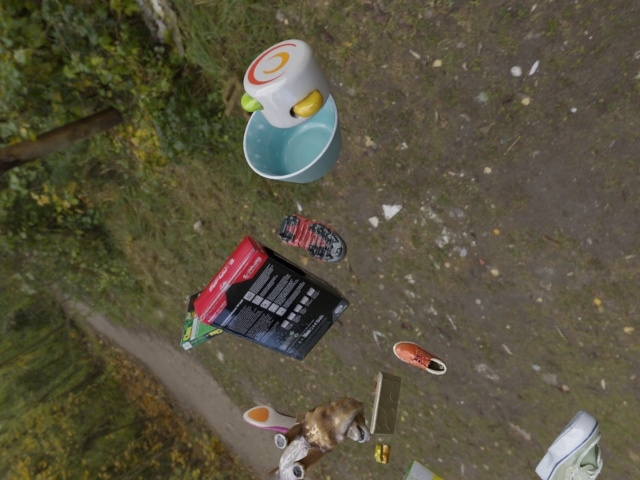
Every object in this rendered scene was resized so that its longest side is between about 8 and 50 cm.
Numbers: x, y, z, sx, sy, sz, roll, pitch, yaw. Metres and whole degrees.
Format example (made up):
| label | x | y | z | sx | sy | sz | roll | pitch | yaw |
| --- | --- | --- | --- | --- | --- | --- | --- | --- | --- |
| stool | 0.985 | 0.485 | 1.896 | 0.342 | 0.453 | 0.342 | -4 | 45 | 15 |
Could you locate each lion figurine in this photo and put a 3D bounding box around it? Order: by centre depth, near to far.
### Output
| label | x | y | z | sx | sy | sz | roll | pitch | yaw |
| --- | --- | --- | --- | --- | --- | --- | --- | --- | --- |
| lion figurine | -0.054 | 0.541 | 1.042 | 0.142 | 0.240 | 0.392 | 47 | 108 | 23 |

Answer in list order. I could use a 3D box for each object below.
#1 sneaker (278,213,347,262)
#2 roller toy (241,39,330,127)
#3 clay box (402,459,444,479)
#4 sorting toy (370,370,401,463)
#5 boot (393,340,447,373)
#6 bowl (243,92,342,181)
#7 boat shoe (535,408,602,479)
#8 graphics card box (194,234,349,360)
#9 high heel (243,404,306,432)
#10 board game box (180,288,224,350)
| label | x | y | z | sx | sy | sz | roll | pitch | yaw |
| --- | --- | --- | --- | --- | --- | --- | --- | --- | --- |
| sneaker | 0.000 | -0.001 | 1.204 | 0.276 | 0.135 | 0.098 | 23 | 93 | 51 |
| roller toy | -0.077 | -0.385 | 1.070 | 0.209 | 0.191 | 0.146 | 0 | 149 | 31 |
| clay box | 0.276 | 0.615 | 0.949 | 0.222 | 0.127 | 0.053 | 31 | 134 | 17 |
| sorting toy | 0.227 | 0.643 | 1.560 | 0.041 | 0.307 | 0.229 | 1 | 159 | 30 |
| boot | 0.280 | 0.328 | 1.199 | 0.157 | 0.059 | 0.084 | 20 | 175 | 14 |
| bowl | -0.058 | -0.298 | 1.295 | 0.311 | 0.312 | 0.163 | 26 | 176 | 32 |
| boat shoe | 0.548 | 0.460 | 0.914 | 0.094 | 0.109 | 0.302 | 37 | 154 | 37 |
| graphics card box | -0.119 | 0.168 | 1.153 | 0.371 | 0.233 | 0.094 | 33 | -171 | -37 |
| high heel | -0.145 | 0.644 | 1.504 | 0.244 | 0.082 | 0.117 | -2 | 129 | 5 |
| board game box | -0.351 | 0.222 | 1.320 | 0.260 | 0.136 | 0.030 | -110 | -3 | -63 |
